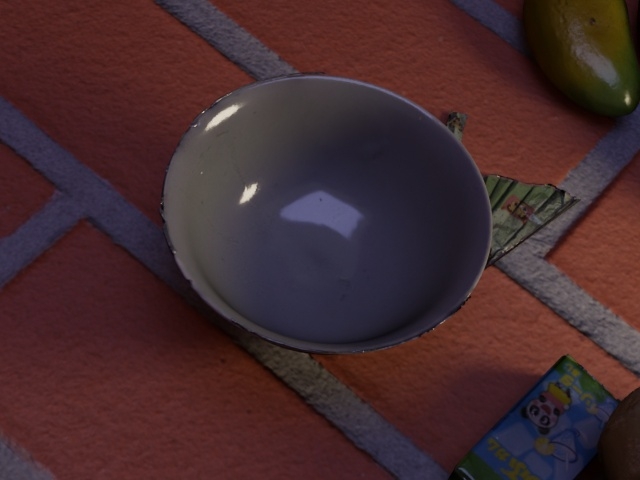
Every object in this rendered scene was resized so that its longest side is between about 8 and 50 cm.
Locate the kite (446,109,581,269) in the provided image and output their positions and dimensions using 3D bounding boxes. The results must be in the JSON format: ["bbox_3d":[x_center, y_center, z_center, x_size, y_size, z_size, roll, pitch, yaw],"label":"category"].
[{"bbox_3d":[0.153,-0.047,1.442,0.323,0.013,0.267,10,59,-5],"label":"kite"}]

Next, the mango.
[{"bbox_3d":[0.332,-0.261,1.556,0.137,0.091,0.237,-1,59,-3],"label":"mango"}]

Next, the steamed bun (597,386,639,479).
[{"bbox_3d":[0.342,0.252,1.220,0.110,0.231,0.212,-14,71,32],"label":"steamed bun"}]

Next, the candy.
[{"bbox_3d":[0.227,0.217,1.264,0.097,0.062,0.194,43,62,16],"label":"candy"}]

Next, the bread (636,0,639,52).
[{"bbox_3d":[0.568,-0.290,1.594,0.295,0.114,0.327,29,60,9],"label":"bread"}]

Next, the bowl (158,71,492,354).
[{"bbox_3d":[0.000,0.000,1.304,0.346,0.157,0.345,4,59,-7],"label":"bowl"}]
